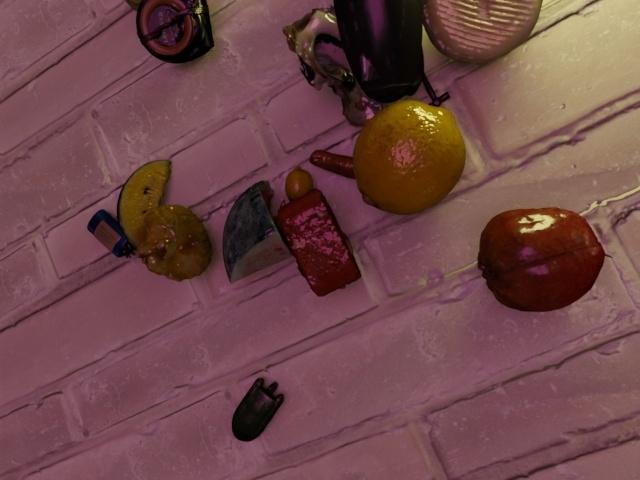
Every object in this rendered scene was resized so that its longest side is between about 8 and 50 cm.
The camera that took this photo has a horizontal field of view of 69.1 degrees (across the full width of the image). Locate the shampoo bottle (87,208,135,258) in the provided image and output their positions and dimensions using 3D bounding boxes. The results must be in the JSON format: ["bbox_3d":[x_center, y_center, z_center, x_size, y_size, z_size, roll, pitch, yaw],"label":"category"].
[{"bbox_3d":[-0.655,-0.012,1.475,0.183,0.050,0.087,39,96,11],"label":"shampoo bottle"}]

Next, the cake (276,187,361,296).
[{"bbox_3d":[0.000,0.000,1.240,0.150,0.177,0.283,-28,94,14],"label":"cake"}]

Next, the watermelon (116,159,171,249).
[{"bbox_3d":[-0.538,-0.109,1.398,0.129,0.123,0.301,10,80,-13],"label":"watermelon"}]

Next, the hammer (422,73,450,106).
[{"bbox_3d":[0.282,-0.440,1.253,0.065,0.021,0.178,-27,81,13],"label":"hammer"}]

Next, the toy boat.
[{"bbox_3d":[-0.190,0.499,1.354,0.104,0.052,0.210,34,99,10],"label":"toy boat"}]

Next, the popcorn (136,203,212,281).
[{"bbox_3d":[-0.430,0.010,1.347,0.203,0.200,0.226,-31,125,2],"label":"popcorn"}]

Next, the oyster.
[{"bbox_3d":[0.048,-0.483,1.252,0.351,0.115,0.238,33,83,-2],"label":"oyster"}]

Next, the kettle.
[{"bbox_3d":[0.173,-0.489,1.139,0.207,0.268,0.291,0,106,45],"label":"kettle"}]

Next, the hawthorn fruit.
[{"bbox_3d":[0.499,0.038,1.080,0.261,0.258,0.258,-40,81,17],"label":"hawthorn fruit"}]

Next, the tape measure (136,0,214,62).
[{"bbox_3d":[-0.424,-0.629,1.365,0.222,0.135,0.202,-4,110,8],"label":"tape measure"}]

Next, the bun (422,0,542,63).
[{"bbox_3d":[0.398,-0.581,1.159,0.287,0.146,0.288,4,106,16],"label":"bun"}]

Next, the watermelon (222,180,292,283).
[{"bbox_3d":[-0.147,-0.023,1.273,0.213,0.289,0.320,25,75,-23],"label":"watermelon"}]

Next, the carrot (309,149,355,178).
[{"bbox_3d":[0.053,-0.210,1.291,0.186,0.060,0.060,15,94,17],"label":"carrot"}]

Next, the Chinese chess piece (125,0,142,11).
[{"bbox_3d":[-0.523,-0.791,1.431,0.188,0.083,0.189,-1,86,13],"label":"Chinese chess piece"}]

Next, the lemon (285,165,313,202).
[{"bbox_3d":[-0.060,-0.155,1.306,0.082,0.082,0.111,4,92,14],"label":"lemon"}]

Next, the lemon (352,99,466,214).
[{"bbox_3d":[0.215,-0.201,1.144,0.292,0.293,0.293,0,90,14],"label":"lemon"}]
